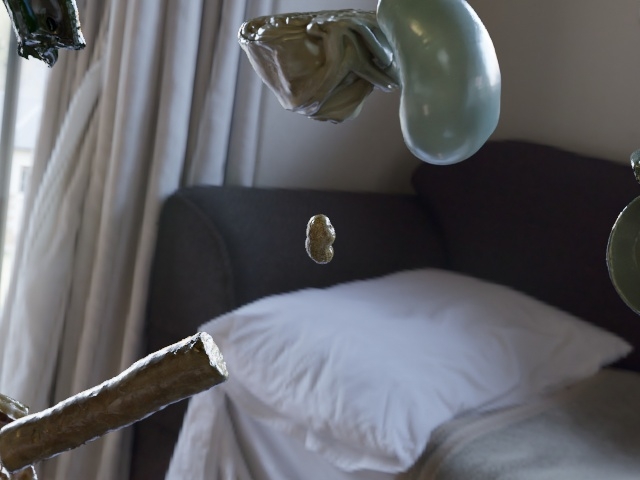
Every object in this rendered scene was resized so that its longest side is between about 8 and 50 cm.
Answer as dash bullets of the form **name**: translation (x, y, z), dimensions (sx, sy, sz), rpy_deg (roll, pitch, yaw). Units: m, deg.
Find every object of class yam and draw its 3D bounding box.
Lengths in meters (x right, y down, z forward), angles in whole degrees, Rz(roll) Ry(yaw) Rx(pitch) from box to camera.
- **yam**: translation (-0.244, 0.191, 1.090), dimensions (0.300, 0.066, 0.066), rpy_deg (-27, 1, 12)

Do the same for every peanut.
- **peanut**: translation (0.000, 0.000, 1.703), dimensions (0.054, 0.113, 0.054), rpy_deg (-1, 46, 1)

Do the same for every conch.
- **conch**: translation (0.140, -0.198, 1.080), dimensions (0.121, 0.221, 0.185), rpy_deg (-11, 20, 10)

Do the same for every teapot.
- **teapot**: translation (0.421, 0.001, 1.095), dimensions (0.162, 0.239, 0.149), rpy_deg (-29, -7, 25)

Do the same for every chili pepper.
- **chili pepper**: translation (-0.269, -0.261, 0.855), dimensions (0.098, 0.224, 0.061), rpy_deg (13, 39, 40)

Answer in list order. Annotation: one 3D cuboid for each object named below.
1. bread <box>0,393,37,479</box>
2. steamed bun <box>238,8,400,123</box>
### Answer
- **bread**: translation (-0.614, 0.456, 1.702), dimensions (0.191, 0.314, 0.370), rpy_deg (-23, -50, 30)
- **steamed bun**: translation (0.022, -0.223, 1.219), dimensions (0.218, 0.144, 0.211), rpy_deg (-16, 20, -38)
